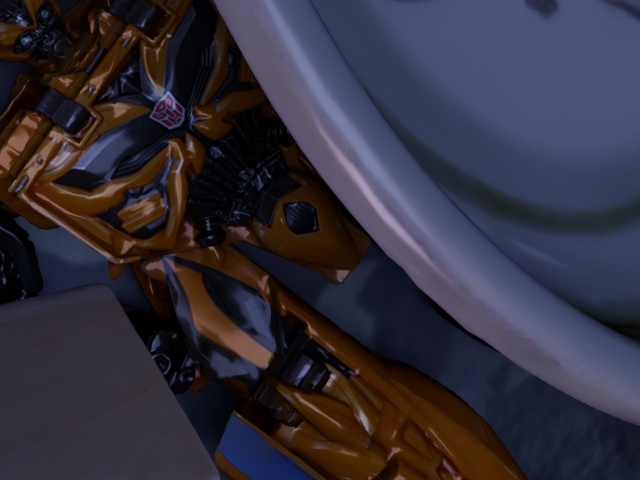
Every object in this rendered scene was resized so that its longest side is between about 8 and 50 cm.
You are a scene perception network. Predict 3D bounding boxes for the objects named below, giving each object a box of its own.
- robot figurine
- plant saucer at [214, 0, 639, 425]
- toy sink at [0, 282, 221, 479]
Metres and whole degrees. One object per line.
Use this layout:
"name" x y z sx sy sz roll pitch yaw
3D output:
"robot figurine" 0.000 0.000 0.650 0.291 0.085 0.211 37 82 -22
"plant saucer" 0.078 -0.123 0.607 0.400 0.100 0.400 16 64 -38
"toy sink" -0.111 0.156 0.565 0.153 0.131 0.234 -12 122 -19
